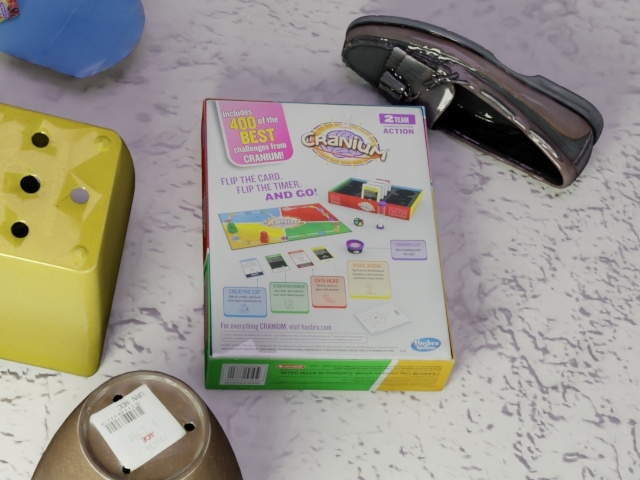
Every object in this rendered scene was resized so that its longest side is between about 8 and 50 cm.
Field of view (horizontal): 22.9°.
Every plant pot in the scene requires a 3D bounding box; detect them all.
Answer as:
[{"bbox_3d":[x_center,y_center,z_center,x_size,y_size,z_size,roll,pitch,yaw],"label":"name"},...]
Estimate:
[{"bbox_3d":[-0.278,-0.017,1.472,0.212,0.187,0.212,14,66,-12],"label":"plant pot"},{"bbox_3d":[-0.156,0.211,1.352,0.215,0.230,0.215,4,56,-6],"label":"plant pot"}]

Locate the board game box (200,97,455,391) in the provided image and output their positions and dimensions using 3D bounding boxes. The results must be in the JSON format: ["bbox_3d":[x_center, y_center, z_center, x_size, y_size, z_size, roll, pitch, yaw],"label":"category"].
[{"bbox_3d":[0.000,0.000,1.616,0.242,0.064,0.316,2,56,-8],"label":"board game box"}]

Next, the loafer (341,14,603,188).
[{"bbox_3d":[0.157,-0.151,1.721,0.302,0.109,0.095,23,60,3],"label":"loafer"}]

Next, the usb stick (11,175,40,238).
[{"bbox_3d":[-0.396,0.011,1.560,0.278,0.045,0.077,-27,60,-23],"label":"usb stick"}]

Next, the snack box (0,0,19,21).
[{"bbox_3d":[-0.405,-0.287,1.745,0.100,0.037,0.141,-25,57,-12],"label":"snack box"}]

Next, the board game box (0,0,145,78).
[{"bbox_3d":[-0.278,-0.229,1.746,0.169,0.033,0.133,19,56,13],"label":"board game box"}]
